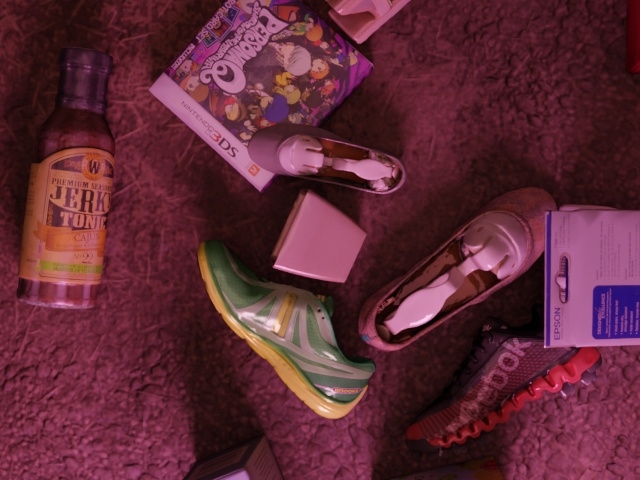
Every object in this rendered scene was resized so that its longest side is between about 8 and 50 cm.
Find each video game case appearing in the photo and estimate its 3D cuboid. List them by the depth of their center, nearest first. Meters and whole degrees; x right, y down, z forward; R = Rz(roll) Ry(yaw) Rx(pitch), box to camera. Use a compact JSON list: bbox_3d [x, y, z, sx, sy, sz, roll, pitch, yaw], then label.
[{"bbox_3d":[-0.081,-0.219,1.141,0.210,0.042,0.232,43,93,2],"label":"video game case"}]

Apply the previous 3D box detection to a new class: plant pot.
[{"bbox_3d":[0.000,0.000,1.106,0.096,0.109,0.109,24,91,-7],"label":"plant pot"}]

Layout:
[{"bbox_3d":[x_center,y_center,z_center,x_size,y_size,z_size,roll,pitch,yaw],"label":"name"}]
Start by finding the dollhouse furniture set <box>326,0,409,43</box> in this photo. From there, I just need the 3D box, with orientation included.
[{"bbox_3d":[-0.023,-0.514,0.993,0.256,0.362,0.394,-41,57,5],"label":"dollhouse furniture set"}]

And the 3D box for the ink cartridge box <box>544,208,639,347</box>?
[{"bbox_3d":[0.401,0.044,1.034,0.332,0.065,0.165,2,90,-20],"label":"ink cartridge box"}]

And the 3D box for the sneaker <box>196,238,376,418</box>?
[{"bbox_3d":[-0.046,0.100,1.112,0.123,0.109,0.295,-44,95,-1],"label":"sneaker"}]

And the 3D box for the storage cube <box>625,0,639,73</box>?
[{"bbox_3d":[0.487,-0.315,1.023,0.215,0.193,0.184,-3,89,5],"label":"storage cube"}]

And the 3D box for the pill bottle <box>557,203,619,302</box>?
[{"bbox_3d":[0.344,0.024,1.089,0.078,0.078,0.137,5,90,4],"label":"pill bottle"}]

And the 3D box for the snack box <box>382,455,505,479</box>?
[{"bbox_3d":[0.151,0.341,1.038,0.174,0.207,0.070,-14,88,5],"label":"snack box"}]

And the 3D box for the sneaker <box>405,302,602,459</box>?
[{"bbox_3d":[0.217,0.176,1.089,0.276,0.097,0.135,-31,88,1],"label":"sneaker"}]

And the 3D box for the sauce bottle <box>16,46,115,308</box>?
[{"bbox_3d":[-0.335,-0.083,1.125,0.111,0.111,0.344,6,91,4],"label":"sauce bottle"}]

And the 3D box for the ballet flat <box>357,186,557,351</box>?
[{"bbox_3d":[0.185,0.044,1.087,0.316,0.106,0.107,-40,87,3],"label":"ballet flat"}]

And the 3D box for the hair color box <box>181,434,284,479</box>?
[{"bbox_3d":[-0.060,0.457,1.063,0.113,0.185,0.374,-23,88,3],"label":"hair color box"}]

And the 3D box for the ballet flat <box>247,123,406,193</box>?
[{"bbox_3d":[0.012,-0.107,1.095,0.213,0.068,0.072,10,100,-11],"label":"ballet flat"}]
